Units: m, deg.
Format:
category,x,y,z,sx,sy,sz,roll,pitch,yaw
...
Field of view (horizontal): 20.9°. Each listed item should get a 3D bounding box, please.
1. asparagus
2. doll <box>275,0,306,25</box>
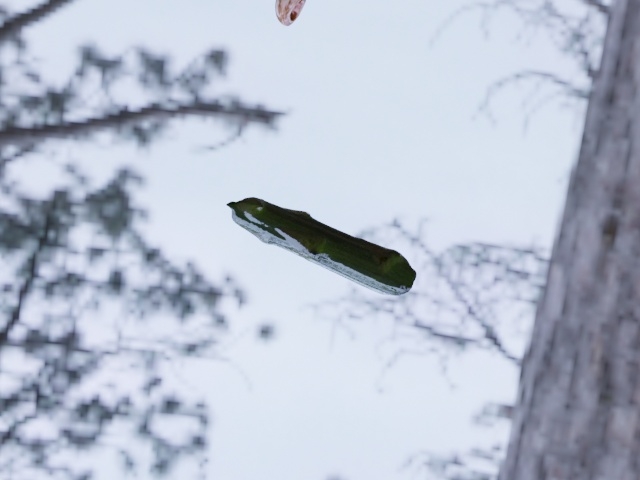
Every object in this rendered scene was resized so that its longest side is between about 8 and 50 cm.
category,x,y,z,sx,sy,sz,roll,pitch,yaw
asparagus,0.000,0.001,0.925,0.108,0.025,0.021,24,173,-6
doll,-0.022,-0.236,1.207,0.135,0.143,0.221,21,177,20
